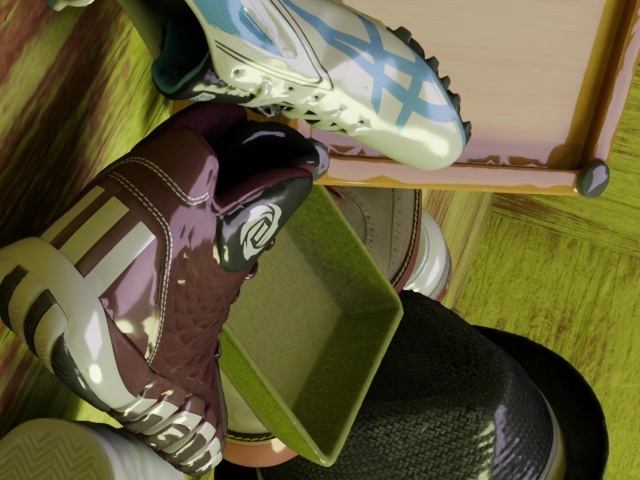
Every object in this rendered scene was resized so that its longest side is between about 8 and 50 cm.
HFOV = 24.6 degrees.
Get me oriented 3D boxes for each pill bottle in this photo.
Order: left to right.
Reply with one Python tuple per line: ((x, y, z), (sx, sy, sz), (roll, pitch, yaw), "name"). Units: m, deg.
((0.075, 0.020, 1.555), (0.216, 0.121, 0.121), (46, 62, -78), "pill bottle")

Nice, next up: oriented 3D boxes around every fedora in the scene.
((0.056, 0.139, 1.177), (0.152, 0.334, 0.334), (68, 35, -42), "fedora")

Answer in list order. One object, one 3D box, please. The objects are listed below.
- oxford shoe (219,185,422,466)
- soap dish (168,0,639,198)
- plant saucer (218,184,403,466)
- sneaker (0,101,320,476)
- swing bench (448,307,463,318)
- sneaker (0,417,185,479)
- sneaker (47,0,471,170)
((0.000, 0.000, 1.122), (0.130, 0.123, 0.348), (80, 23, -48), "oxford shoe")
((0.067, -0.132, 0.843), (0.290, 0.118, 0.229), (1, 112, -35), "soap dish")
((-0.034, 0.029, 0.960), (0.188, 0.045, 0.188), (55, 32, -17), "plant saucer")
((-0.055, 0.021, 0.741), (0.162, 0.106, 0.281), (-47, 166, -7), "sneaker")
((0.035, 0.214, 1.428), (0.253, 0.254, 0.165), (87, -15, -66), "swing bench")
((-0.138, 0.240, 0.788), (0.169, 0.108, 0.293), (28, 78, -77), "sneaker")
((-0.025, -0.085, 0.670), (0.237, 0.085, 0.086), (31, 82, -36), "sneaker")
